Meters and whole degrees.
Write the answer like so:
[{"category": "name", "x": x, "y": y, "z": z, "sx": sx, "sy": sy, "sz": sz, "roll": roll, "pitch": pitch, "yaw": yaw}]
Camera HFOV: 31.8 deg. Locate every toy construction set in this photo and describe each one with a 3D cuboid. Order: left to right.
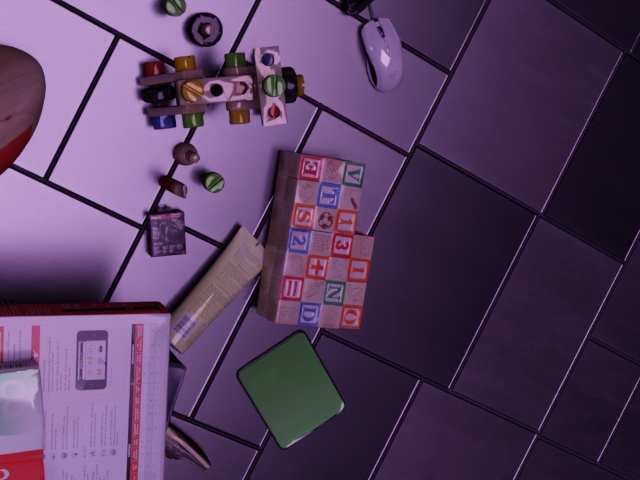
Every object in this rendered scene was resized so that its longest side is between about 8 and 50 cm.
[{"category": "toy construction set", "x": -0.162, "y": -0.208, "z": 1.818, "sx": 0.257, "sy": 0.237, "sz": 0.309, "roll": 18, "pitch": 94, "yaw": -23}]

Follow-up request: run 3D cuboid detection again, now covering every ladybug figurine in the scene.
[{"category": "ladybug figurine", "x": -0.594, "y": -0.141, "z": 1.635, "sx": 0.449, "sy": 0.305, "sz": 0.162, "roll": -36, "pitch": 137, "yaw": -36}]

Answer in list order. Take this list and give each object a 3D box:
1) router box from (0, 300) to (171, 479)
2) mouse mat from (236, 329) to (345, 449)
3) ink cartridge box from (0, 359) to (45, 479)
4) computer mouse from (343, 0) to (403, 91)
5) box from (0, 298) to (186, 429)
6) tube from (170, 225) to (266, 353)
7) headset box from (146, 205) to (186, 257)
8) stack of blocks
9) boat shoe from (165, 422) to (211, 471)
[{"category": "router box", "x": -0.384, "y": 0.262, "z": 1.680, "sx": 0.301, "sy": 0.082, "sz": 0.335, "roll": 1, "pitch": 100, "yaw": -20}, {"category": "mouse mat", "x": -0.052, "y": 0.278, "z": 2.078, "sx": 0.152, "sy": 0.007, "sz": 0.189, "roll": -33, "pitch": 111, "yaw": -12}, {"category": "ink cartridge box", "x": -0.479, "y": 0.287, "z": 1.577, "sx": 0.181, "sy": 0.056, "sz": 0.224, "roll": -5, "pitch": 100, "yaw": -18}, {"category": "computer mouse", "x": 0.111, "y": -0.358, "z": 1.998, "sx": 0.106, "sy": 0.042, "sz": 0.193, "roll": -22, "pitch": 107, "yaw": -17}, {"category": "box", "x": -0.460, "y": 0.271, "z": 1.812, "sx": 0.395, "sy": 0.212, "sz": 0.293, "roll": 17, "pitch": 94, "yaw": -22}, {"category": "tube", "x": -0.185, "y": 0.091, "z": 1.968, "sx": 0.062, "sy": 0.070, "sz": 0.240, "roll": 37, "pitch": 78, "yaw": 15}, {"category": "headset box", "x": -0.265, "y": -0.016, "z": 1.927, "sx": 0.062, "sy": 0.032, "sz": 0.083, "roll": -6, "pitch": 101, "yaw": -20}, {"category": "stack of blocks", "x": 0.000, "y": 0.000, "z": 1.991, "sx": 0.171, "sy": 0.087, "sz": 0.297, "roll": 6, "pitch": 96, "yaw": -28}, {"category": "boat shoe", "x": -0.261, "y": 0.363, "z": 1.993, "sx": 0.152, "sy": 0.056, "sz": 0.049, "roll": 43, "pitch": 89, "yaw": -13}]
